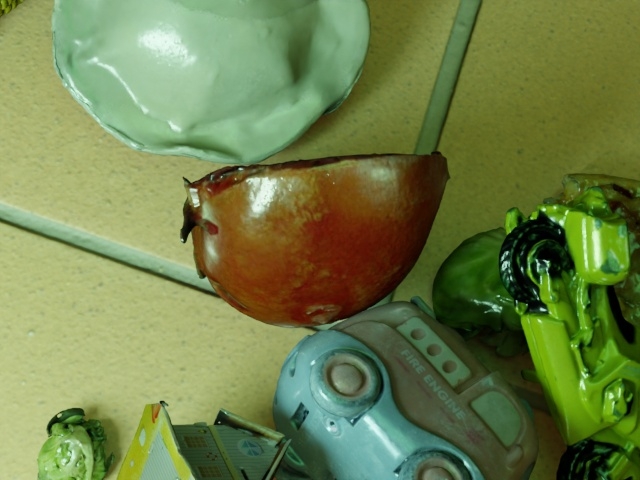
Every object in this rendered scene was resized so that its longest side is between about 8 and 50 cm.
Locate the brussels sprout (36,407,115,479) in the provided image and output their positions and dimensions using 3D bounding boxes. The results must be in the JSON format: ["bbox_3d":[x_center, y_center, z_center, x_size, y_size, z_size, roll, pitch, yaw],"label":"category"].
[{"bbox_3d":[-0.255,0.212,1.817,0.085,0.058,0.085,10,46,-11],"label":"brussels sprout"}]

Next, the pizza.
[{"bbox_3d":[0.376,0.035,2.003,0.289,0.081,0.228,33,63,4],"label":"pizza"}]

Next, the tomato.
[{"bbox_3d":[-0.003,0.006,1.853,0.309,0.309,0.170,-5,88,-13],"label":"tomato"}]

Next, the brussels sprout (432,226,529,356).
[{"bbox_3d":[0.199,0.047,1.961,0.139,0.100,0.181,22,66,16],"label":"brussels sprout"}]

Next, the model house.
[{"bbox_3d":[-0.108,0.287,1.748,0.136,0.219,0.207,1,35,-29],"label":"model house"}]

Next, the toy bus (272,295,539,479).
[{"bbox_3d":[0.101,0.198,1.820,0.232,0.197,0.294,-33,72,-34],"label":"toy bus"}]

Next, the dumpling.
[{"bbox_3d":[-0.124,-0.214,1.995,0.341,0.181,0.260,15,81,-35],"label":"dumpling"}]

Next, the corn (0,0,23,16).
[{"bbox_3d":[-0.355,-0.327,2.034,0.106,0.106,0.293,43,65,11],"label":"corn"}]

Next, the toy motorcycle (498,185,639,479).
[{"bbox_3d":[0.304,0.115,1.865,0.206,0.142,0.342,-24,102,-36],"label":"toy motorcycle"}]
